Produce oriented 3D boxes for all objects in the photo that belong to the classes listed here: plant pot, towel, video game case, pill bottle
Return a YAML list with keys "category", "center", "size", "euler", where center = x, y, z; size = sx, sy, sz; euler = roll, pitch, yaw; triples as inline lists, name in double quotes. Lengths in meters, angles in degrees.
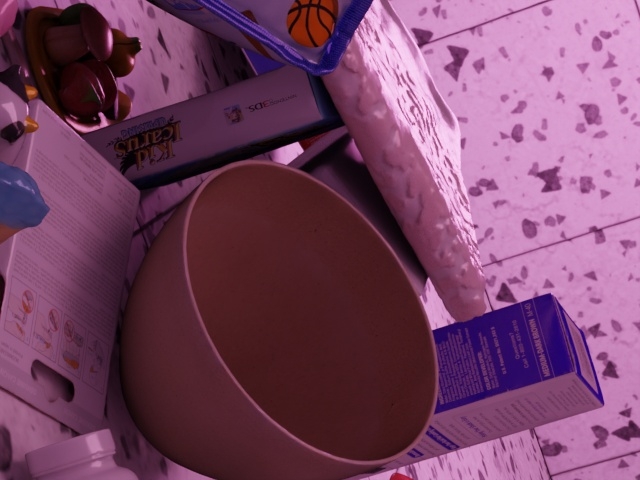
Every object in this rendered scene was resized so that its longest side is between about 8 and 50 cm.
- category: "plant pot"
  center: [-0.064, 0.098, 1.422]
  size: [0.284, 0.191, 0.284]
  euler: [29, 44, -31]
- category: "towel"
  center: [0.071, -0.132, 1.589]
  size: [0.332, 0.053, 0.317]
  euler: [58, 17, -32]
- category: "video game case"
  center: [-0.090, -0.106, 1.563]
  size: [0.269, 0.244, 0.061]
  euler: [-23, 95, -76]
- category: "pill bottle"
  center: [-0.163, 0.218, 1.190]
  size: [0.086, 0.086, 0.152]
  euler: [7, 65, -75]

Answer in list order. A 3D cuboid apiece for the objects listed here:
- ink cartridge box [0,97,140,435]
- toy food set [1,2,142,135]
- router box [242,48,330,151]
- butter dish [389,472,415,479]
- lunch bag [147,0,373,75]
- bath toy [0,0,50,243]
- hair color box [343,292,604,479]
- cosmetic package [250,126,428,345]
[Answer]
- category: "ink cartridge box"
  center: [-0.223, 0.027, 1.327]
  size: [0.189, 0.066, 0.232]
  euler: [48, 48, -60]
- category: "toy food set"
  center: [-0.212, -0.166, 1.526]
  size: [0.218, 0.071, 0.128]
  euler: [-27, 99, -76]
- category: "router box"
  center: [-0.023, -0.198, 2.103]
  size: [0.301, 0.082, 0.335]
  euler: [57, 3, -44]
- category: "butter dish"
  center: [0.133, 0.398, 2.098]
  size: [0.160, 0.118, 0.160]
  euler: [28, 25, -6]
- category: "lunch bag"
  center: [-0.154, -0.324, 1.362]
  size: [0.385, 0.239, 0.328]
  euler: [30, 2, -31]
- category: "bath toy"
  center: [-0.271, -0.161, 1.167]
  size: [0.151, 0.129, 0.348]
  euler: [48, 26, -59]
- category: "hair color box"
  center: [0.142, 0.177, 1.916]
  size: [0.185, 0.339, 0.110]
  euler: [43, 30, -64]
- category: "cosmetic package"
  center: [-0.001, 0.001, 1.746]
  size: [0.161, 0.230, 0.453]
  euler: [52, 16, -5]
